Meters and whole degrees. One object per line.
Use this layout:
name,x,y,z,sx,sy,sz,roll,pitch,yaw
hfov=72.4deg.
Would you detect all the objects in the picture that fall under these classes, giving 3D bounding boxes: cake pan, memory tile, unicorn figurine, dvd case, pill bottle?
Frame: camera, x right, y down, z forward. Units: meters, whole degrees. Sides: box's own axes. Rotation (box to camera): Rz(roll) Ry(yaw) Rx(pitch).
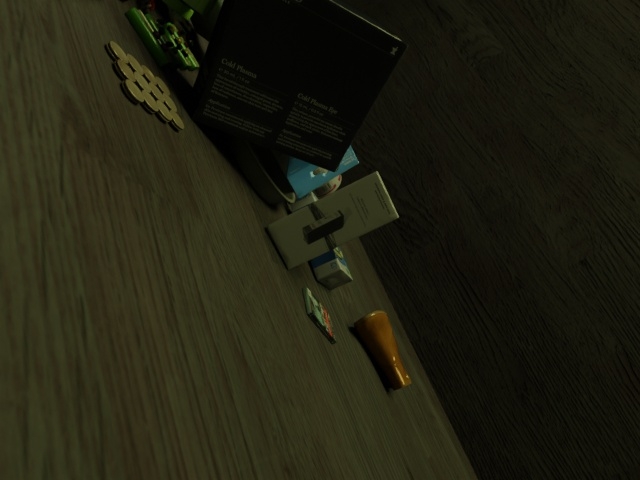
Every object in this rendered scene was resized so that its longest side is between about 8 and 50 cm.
cake pan,-0.160,-0.214,1.126,0.293,0.054,0.293,59,10,-16
memory tile,-0.279,-0.244,0.706,0.113,0.012,0.148,64,10,13
unicorn figurine,-0.367,-0.588,1.078,0.162,0.060,0.111,61,9,0
dvd case,-0.002,0.170,0.992,0.119,0.013,0.087,56,11,-35
pill bottle,-0.045,-0.308,1.691,0.283,0.160,0.160,53,12,-43

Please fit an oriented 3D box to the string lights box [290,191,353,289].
string lights box,0.000,0.000,1.259,0.260,0.076,0.133,70,10,23

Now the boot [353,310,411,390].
boot,0.199,0.337,1.310,0.211,0.104,0.295,66,6,27

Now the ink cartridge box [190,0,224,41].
ink cartridge box,-0.299,-0.660,1.116,0.324,0.071,0.330,47,-19,38

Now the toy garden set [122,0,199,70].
toy garden set,-0.337,-0.465,0.916,0.204,0.049,0.244,59,10,-17

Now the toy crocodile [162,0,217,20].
toy crocodile,-0.324,-0.579,0.932,0.341,0.115,0.105,49,17,25

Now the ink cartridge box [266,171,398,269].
ink cartridge box,0.033,-0.048,1.027,0.114,0.272,0.197,65,9,-2

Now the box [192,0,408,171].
box,-0.056,-0.364,0.924,0.343,0.313,0.179,17,34,-26

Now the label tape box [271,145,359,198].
label tape box,-0.033,-0.321,1.183,0.334,0.240,0.106,60,-25,-7

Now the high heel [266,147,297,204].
high heel,-0.140,-0.219,1.289,0.117,0.082,0.244,-9,86,-37
